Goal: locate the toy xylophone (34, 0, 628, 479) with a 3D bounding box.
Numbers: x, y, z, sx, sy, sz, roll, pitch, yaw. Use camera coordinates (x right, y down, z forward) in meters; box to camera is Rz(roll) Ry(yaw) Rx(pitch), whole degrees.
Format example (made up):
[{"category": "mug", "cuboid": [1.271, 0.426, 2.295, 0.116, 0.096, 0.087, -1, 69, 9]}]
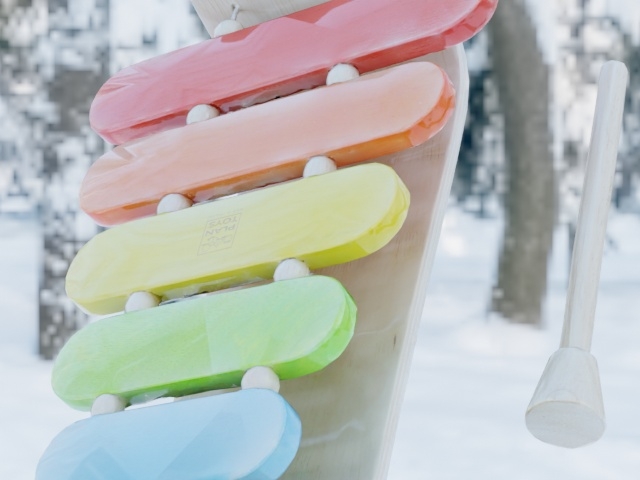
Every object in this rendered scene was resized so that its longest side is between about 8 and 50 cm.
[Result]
[{"category": "toy xylophone", "cuboid": [0.000, 0.000, 0.748, 0.236, 0.323, 0.081, -19, -48, 26]}]
